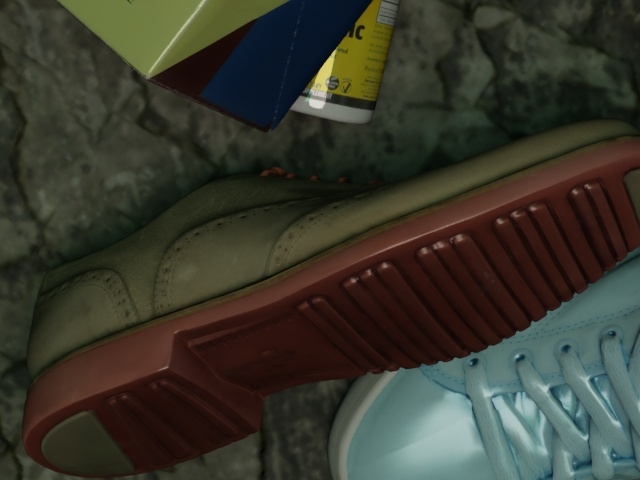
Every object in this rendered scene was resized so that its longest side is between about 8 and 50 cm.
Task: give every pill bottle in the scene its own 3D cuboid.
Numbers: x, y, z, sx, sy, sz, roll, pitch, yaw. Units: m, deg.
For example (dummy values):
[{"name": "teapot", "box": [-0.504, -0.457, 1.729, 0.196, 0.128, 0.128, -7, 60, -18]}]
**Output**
[{"name": "pill bottle", "box": [0.008, -0.123, 0.703, 0.065, 0.065, 0.116, 13, 98, -1]}]

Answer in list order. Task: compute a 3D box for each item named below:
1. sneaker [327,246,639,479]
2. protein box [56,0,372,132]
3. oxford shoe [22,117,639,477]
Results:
[{"name": "sneaker", "box": [0.171, 0.061, 0.688, 0.366, 0.150, 0.135, -26, 97, 5]}, {"name": "protein box", "box": [-0.058, -0.195, 0.624, 0.201, 0.136, 0.199, 41, 98, 18]}, {"name": "oxford shoe", "box": [0.000, 0.000, 0.682, 0.348, 0.123, 0.130, -20, 54, 9]}]
